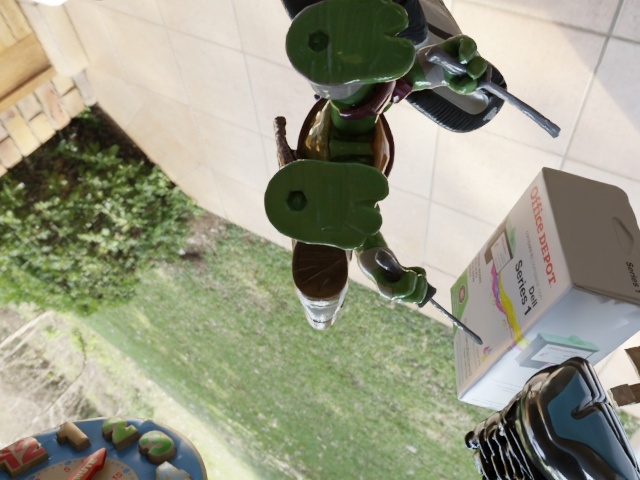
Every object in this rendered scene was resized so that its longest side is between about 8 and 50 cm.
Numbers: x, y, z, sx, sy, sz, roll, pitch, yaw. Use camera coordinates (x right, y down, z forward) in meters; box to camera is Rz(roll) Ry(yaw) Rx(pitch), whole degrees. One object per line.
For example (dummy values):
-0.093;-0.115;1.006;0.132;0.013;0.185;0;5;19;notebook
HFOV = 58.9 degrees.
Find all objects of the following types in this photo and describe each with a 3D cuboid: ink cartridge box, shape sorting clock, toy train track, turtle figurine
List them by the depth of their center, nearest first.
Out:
0.188;0.070;0.286;0.083;0.048;0.014;-11;147;-5;toy train track
-0.184;0.194;0.403;0.206;0.206;0.040;10;116;40;shape sorting clock
0.078;-0.058;0.422;0.274;0.198;0.266;43;-168;10;turtle figurine
0.286;0.074;0.750;0.117;0.201;0.278;15;137;-7;ink cartridge box

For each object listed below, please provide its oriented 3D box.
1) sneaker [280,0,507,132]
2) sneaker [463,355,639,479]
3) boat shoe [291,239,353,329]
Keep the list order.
0.101;-0.365;0.945;0.447;0.258;0.169;26;122;-31;sneaker
0.206;0.204;0.523;0.139;0.125;0.341;-18;148;15;sneaker
0.000;0.000;1.021;0.121;0.341;0.110;3;135;4;boat shoe
